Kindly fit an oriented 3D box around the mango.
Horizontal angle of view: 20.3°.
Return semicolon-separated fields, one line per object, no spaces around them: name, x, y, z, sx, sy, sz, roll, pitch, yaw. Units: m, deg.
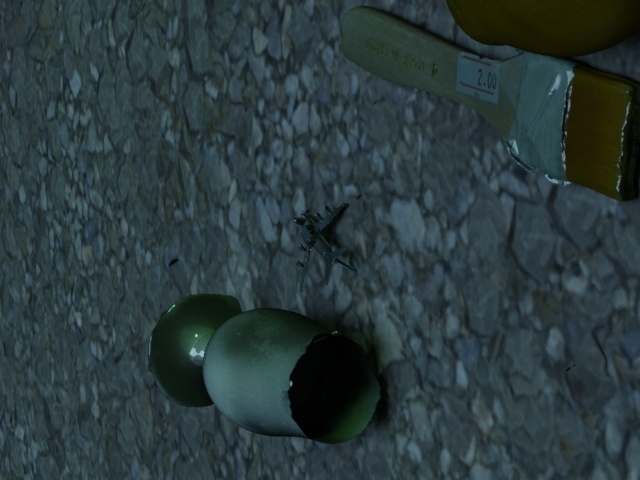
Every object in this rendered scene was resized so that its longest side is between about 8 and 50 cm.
mango;0.130;-0.169;1.023;0.227;0.099;0.136;170;92;-70

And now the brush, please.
brush;0.098;-0.103;1.164;0.336;0.020;0.085;30;121;56

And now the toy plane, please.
toy plane;-0.002;0.000;1.361;0.084;0.024;0.078;49;117;47

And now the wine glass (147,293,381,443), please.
wine glass;-0.043;0.099;1.379;0.222;0.103;0.103;11;104;58
